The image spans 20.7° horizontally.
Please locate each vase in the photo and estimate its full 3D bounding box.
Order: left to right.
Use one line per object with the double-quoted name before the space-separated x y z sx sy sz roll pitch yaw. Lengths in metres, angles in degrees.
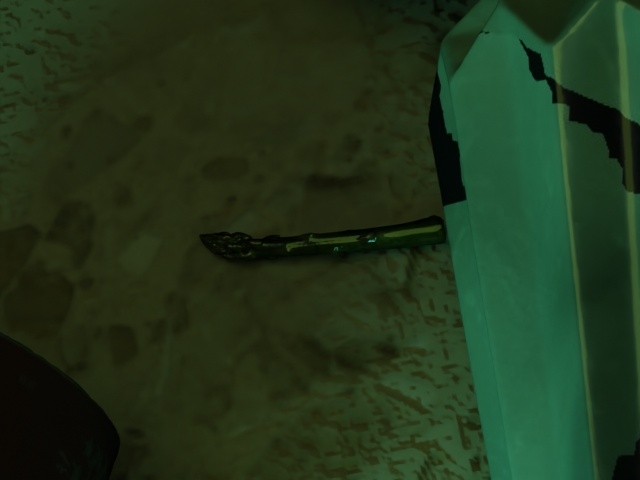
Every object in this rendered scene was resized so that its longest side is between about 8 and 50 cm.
"vase" 0.125 0.073 0.676 0.165 0.165 0.360 -3 76 11

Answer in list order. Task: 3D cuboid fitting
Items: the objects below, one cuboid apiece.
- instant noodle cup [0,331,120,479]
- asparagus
"instant noodle cup" -0.197 0.124 0.692 0.235 0.235 0.178 15 66 17
"asparagus" 0.000 0.000 0.794 0.114 0.014 0.015 -4 37 10
